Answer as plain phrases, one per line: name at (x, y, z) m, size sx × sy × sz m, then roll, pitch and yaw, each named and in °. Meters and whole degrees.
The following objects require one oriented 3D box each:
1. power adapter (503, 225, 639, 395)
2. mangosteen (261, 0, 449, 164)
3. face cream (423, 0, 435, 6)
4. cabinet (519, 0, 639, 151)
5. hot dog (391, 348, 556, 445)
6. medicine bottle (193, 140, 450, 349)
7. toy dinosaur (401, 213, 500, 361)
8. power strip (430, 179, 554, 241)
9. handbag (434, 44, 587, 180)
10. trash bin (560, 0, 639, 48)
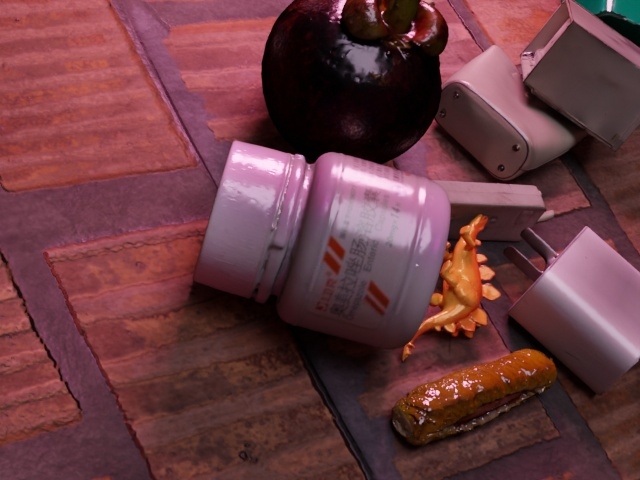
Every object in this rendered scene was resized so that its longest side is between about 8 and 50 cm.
power adapter at (0.389, 0.084, 1.858) m, size 0.255 × 0.124 × 0.187 m, roll 42°, pitch 45°, yaw 9°
mangosteen at (0.062, -0.253, 1.839) m, size 0.297 × 0.293 × 0.297 m, roll -13°, pitch 90°, yaw -68°
face cream at (0.091, -0.450, 2.172) m, size 0.224 × 0.070 × 0.114 m, roll 35°, pitch 46°, yaw 13°
cabinet at (0.463, -0.286, 2.099) m, size 0.206 × 0.150 × 0.145 m, roll 33°, pitch 26°, yaw -10°
hot dog at (0.221, 0.211, 1.706) m, size 0.289 × 0.068 × 0.083 m, roll -17°, pitch 57°, yaw -35°
medicine bottle at (0.000, 0.000, 1.635) m, size 0.302 × 0.241 × 0.241 m, roll 15°, pitch 48°, yaw -4°
toy dinosaur at (0.206, 0.081, 1.798) m, size 0.117 × 0.070 × 0.288 m, roll 39°, pitch 56°, yaw -19°
power strip at (0.254, -0.046, 1.908) m, size 0.288 × 0.093 × 0.053 m, roll 2°, pitch 51°, yaw -26°
handbag at (0.344, -0.237, 2.104) m, size 0.241 × 0.109 × 0.315 m, roll 46°, pitch 44°, yaw 10°
trash bin at (0.572, -0.471, 2.314) m, size 0.259 × 0.295 × 0.381 m, roll 23°, pitch 58°, yaw -10°
